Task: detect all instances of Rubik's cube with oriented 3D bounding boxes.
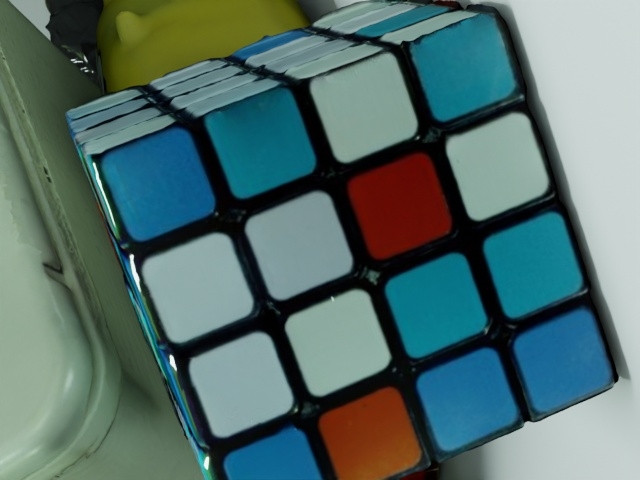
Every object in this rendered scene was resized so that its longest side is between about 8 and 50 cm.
[{"bbox_3d":[0.000,0.000,0.578,0.155,0.154,0.151,-141,30,-72],"label":"Rubik's cube"}]

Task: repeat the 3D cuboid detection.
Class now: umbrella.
[{"bbox_3d":[-0.226,-0.234,1.479,0.113,0.106,0.358,68,-174,-58],"label":"umbrella"}]

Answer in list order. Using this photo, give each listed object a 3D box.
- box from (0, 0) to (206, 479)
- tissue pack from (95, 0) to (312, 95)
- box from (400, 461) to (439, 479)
[{"bbox_3d":[-0.151,0.046,0.822,0.344,0.177,0.352,43,-164,-54],"label":"box"},{"bbox_3d":[-0.059,-0.088,0.814,0.178,0.123,0.127,-123,10,-68],"label":"tissue pack"},{"bbox_3d":[0.024,0.122,1.048,0.240,0.074,0.153,83,167,-63],"label":"box"}]
